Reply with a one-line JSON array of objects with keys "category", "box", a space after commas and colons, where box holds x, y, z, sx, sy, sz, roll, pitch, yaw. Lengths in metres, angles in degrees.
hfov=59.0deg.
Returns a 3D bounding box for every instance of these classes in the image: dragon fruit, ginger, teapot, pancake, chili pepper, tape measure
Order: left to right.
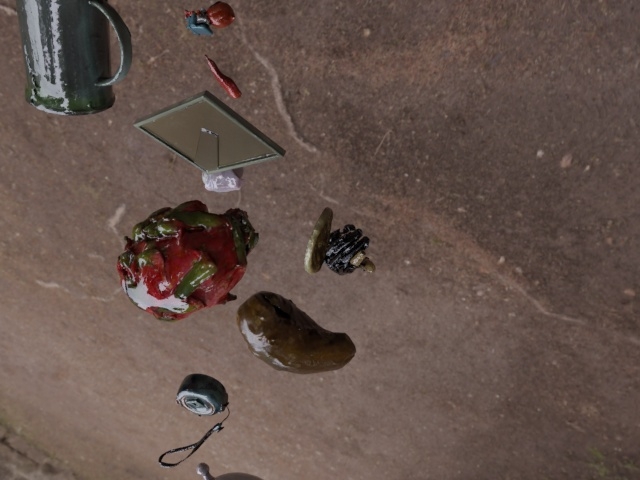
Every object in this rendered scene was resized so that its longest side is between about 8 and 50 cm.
[{"category": "teapot", "box": [-0.496, -0.411, 1.152, 0.270, 0.200, 0.337, 23, 126, 15]}, {"category": "tape measure", "box": [-0.262, 0.359, 1.125, 0.104, 0.180, 0.107, -3, 134, 41]}, {"category": "dragon fruit", "box": [-0.277, 0.038, 1.192, 0.302, 0.231, 0.237, -32, 83, 12]}, {"category": "chili pepper", "box": [-0.279, -0.463, 1.624, 0.045, 0.027, 0.178, 18, 158, 37]}, {"category": "ginger", "box": [-0.073, 0.237, 1.385, 0.321, 0.165, 0.172, 29, 129, -27]}, {"category": "pancake", "box": [0.000, 0.000, 1.247, 0.028, 0.158, 0.158, 16, 140, 11]}]

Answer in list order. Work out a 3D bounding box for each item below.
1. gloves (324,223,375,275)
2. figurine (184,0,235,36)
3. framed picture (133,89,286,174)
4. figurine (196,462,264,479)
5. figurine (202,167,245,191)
[{"category": "gloves", "box": [0.061, 0.034, 1.380, 0.129, 0.106, 0.180, 66, 169, -6]}, {"category": "figurine", "box": [-0.296, -0.604, 1.536, 0.140, 0.075, 0.068, -8, 171, 15]}, {"category": "framed picture", "box": [-0.266, -0.240, 1.324, 0.240, 0.020, 0.324, 33, 156, -36]}, {"category": "figurine", "box": [-0.154, 0.662, 1.283, 0.361, 0.211, 0.253, 35, 109, -33]}, {"category": "figurine", "box": [-0.328, -0.266, 1.834, 0.133, 0.276, 0.200, -11, 145, -11]}]
